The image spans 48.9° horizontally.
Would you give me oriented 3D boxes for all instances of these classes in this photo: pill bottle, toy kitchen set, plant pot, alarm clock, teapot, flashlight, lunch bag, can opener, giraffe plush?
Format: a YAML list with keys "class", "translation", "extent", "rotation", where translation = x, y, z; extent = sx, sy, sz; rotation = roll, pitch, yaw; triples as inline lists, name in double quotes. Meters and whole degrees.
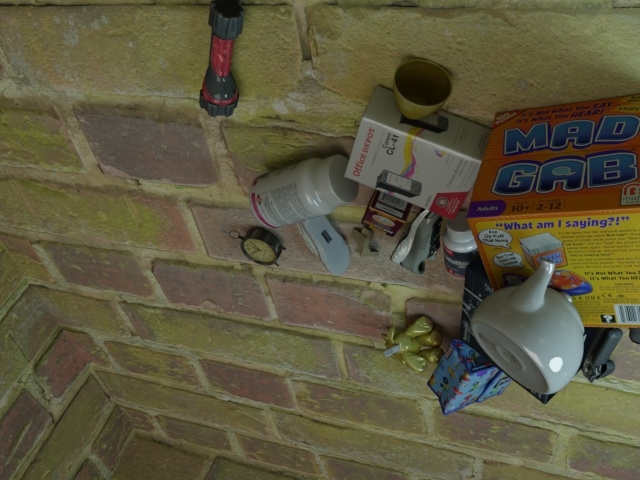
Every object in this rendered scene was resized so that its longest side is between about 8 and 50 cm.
- class: "pill bottle"
  translation: [0.389, 0.012, 1.925]
  extent: [0.108, 0.108, 0.180]
  rotation: [7, 138, 21]
- class: "toy kitchen set"
  translation: [0.139, -0.004, 2.106]
  extent: [0.068, 0.075, 0.083]
  rotation: [40, 118, 44]
- class: "plant pot"
  translation: [0.223, -0.331, 1.607]
  extent: [0.134, 0.134, 0.095]
  rotation: [21, 153, 4]
- class: "alarm clock"
  translation: [-0.206, 0.010, 2.269]
  extent: [0.192, 0.064, 0.129]
  rotation: [23, 142, -2]
- class: "teapot"
  translation: [0.453, 0.183, 1.466]
  extent: [0.252, 0.187, 0.256]
  rotation: [48, 167, 1]
- class: "pill bottle"
  translation: [-0.046, -0.136, 1.939]
  extent: [0.283, 0.160, 0.160]
  rotation: [-13, 128, 38]
- class: "flashlight"
  translation: [-0.239, -0.442, 1.731]
  extent: [0.103, 0.103, 0.304]
  rotation: [24, 143, 3]
- class: "lunch bag"
  translation: [0.528, 0.426, 2.269]
  extent: [0.293, 0.138, 0.221]
  rotation: [-3, 134, -25]
- class: "can opener"
  translation: [0.848, 0.329, 2.101]
  extent: [0.095, 0.076, 0.283]
  rotation: [-9, 140, -9]
- class: "giraffe plush"
  translation: [0.287, 0.354, 2.343]
  extent: [0.210, 0.181, 0.170]
  rotation: [-6, 170, -12]

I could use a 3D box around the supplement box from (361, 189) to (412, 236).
- class: "supplement box"
  translation: [0.179, -0.081, 1.892]
  extent: [0.104, 0.080, 0.188]
  rotation: [23, 168, 1]

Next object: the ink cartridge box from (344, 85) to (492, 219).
- class: "ink cartridge box"
  translation: [0.235, -0.211, 1.731]
  extent: [0.306, 0.131, 0.226]
  rotation: [20, 142, 3]

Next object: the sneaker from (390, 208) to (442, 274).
- class: "sneaker"
  translation: [0.291, -0.017, 1.915]
  extent: [0.108, 0.100, 0.271]
  rotation: [37, 134, 14]

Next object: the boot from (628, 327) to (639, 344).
- class: "boot"
  translation: [0.827, 0.203, 1.911]
  extent: [0.338, 0.118, 0.222]
  rotation: [-3, 135, 34]

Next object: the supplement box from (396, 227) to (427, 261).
- class: "supplement box"
  translation: [0.279, 0.015, 2.042]
  extent: [0.098, 0.036, 0.062]
  rotation: [28, 141, -4]

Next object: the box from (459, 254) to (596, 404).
- class: "box"
  translation: [0.558, 0.214, 1.913]
  extent: [0.312, 0.179, 0.343]
  rotation: [39, 152, 35]

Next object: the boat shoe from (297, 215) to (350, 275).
- class: "boat shoe"
  translation: [0.000, 0.000, 2.133]
  extent: [0.088, 0.096, 0.267]
  rotation: [26, 159, 48]

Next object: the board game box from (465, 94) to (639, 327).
- class: "board game box"
  translation: [0.569, -0.057, 1.549]
  extent: [0.357, 0.356, 0.356]
  rotation: [-3, 135, 30]
